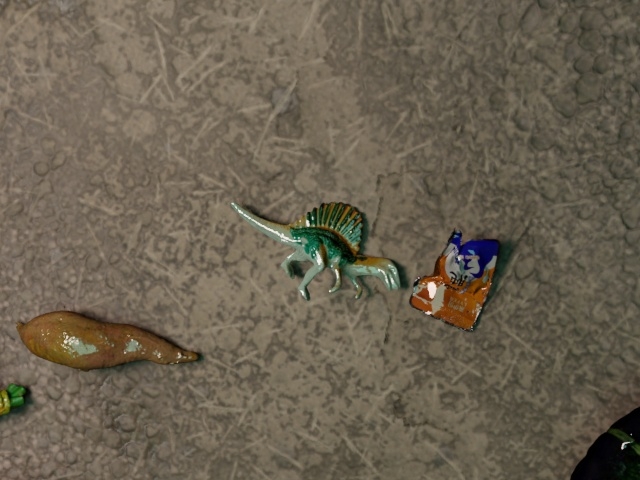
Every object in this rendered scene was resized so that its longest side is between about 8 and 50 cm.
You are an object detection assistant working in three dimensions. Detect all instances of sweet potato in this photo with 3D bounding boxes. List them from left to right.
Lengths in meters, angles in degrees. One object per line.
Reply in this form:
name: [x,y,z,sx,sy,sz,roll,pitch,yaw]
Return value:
sweet potato: [-0.252,0.119,1.500,0.226,0.068,0.068,8,100,10]

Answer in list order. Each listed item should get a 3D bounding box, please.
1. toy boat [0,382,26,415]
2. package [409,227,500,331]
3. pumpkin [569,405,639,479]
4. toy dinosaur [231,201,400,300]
toy boat: [-0.447,0.133,1.539,0.229,0.089,0.088,41,67,2]
package: [0.147,0.039,1.424,0.077,0.033,0.110,13,116,-14]
pumpkin: [0.390,0.305,1.329,0.296,0.296,0.295,2,99,11]
toy dinosaur: [0.000,0.000,1.447,0.106,0.044,0.187,-39,77,1]
